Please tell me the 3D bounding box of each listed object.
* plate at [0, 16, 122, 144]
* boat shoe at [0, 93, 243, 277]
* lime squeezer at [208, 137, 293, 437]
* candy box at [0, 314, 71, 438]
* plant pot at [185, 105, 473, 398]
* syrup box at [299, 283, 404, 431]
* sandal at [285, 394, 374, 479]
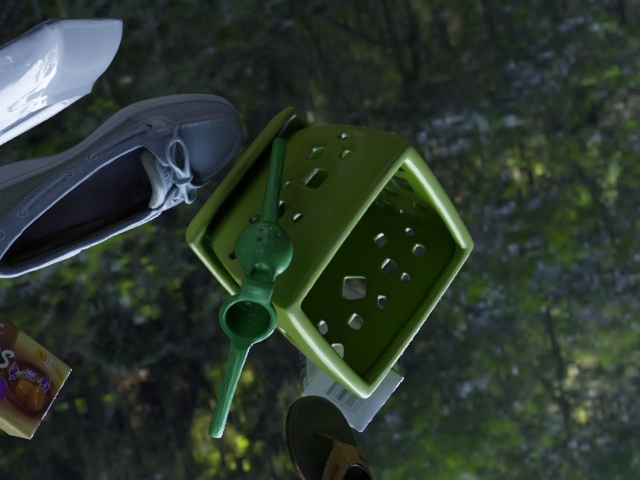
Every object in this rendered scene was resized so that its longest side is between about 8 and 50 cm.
[{"bbox_3d":[-0.261,-0.065,1.016,0.278,0.045,0.277,-29,-172,5],"label":"plate"},{"bbox_3d":[-0.208,-0.052,1.528,0.320,0.118,0.103,-22,-138,-26],"label":"boat shoe"},{"bbox_3d":[-0.072,0.045,1.496,0.059,0.310,0.110,13,176,-24],"label":"lime squeezer"},{"bbox_3d":[-0.414,0.154,1.906,0.053,0.187,0.109,2,-124,48],"label":"candy box"},{"bbox_3d":[0.000,0.000,1.662,0.207,0.227,0.228,28,-105,37],"label":"plant pot"},{"bbox_3d":[0.036,0.143,1.958,0.096,0.093,0.237,-53,-169,12],"label":"syrup box"},{"bbox_3d":[0.025,0.279,1.723,0.090,0.219,0.060,-4,163,-36],"label":"sandal"}]
